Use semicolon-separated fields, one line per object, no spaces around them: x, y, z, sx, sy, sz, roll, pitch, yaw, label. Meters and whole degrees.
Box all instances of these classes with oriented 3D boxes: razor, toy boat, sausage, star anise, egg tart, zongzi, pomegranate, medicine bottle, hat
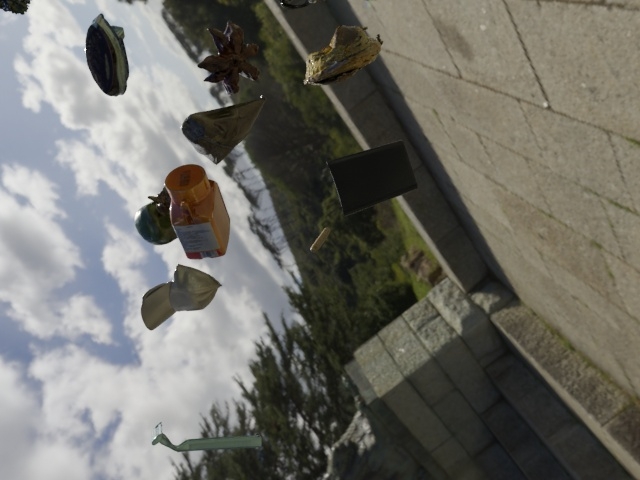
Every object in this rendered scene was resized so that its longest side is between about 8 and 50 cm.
-0.287;0.512;1.479;0.277;0.056;0.111;10;174;-15;razor
-0.628;-0.553;1.750;0.115;0.114;0.262;-61;-17;-52;toy boat
0.000;0.000;1.784;0.024;0.024;0.132;52;-144;-13;sausage
-0.242;-0.498;1.618;0.111;0.212;0.196;13;148;22;star anise
0.057;-0.578;1.781;0.132;0.297;0.297;58;180;-22;egg tart
-0.243;-0.322;1.535;0.112;0.242;0.221;48;180;4;zongzi
-0.441;-0.074;1.629;0.131;0.152;0.191;46;151;19;pomegranate
-0.306;-0.074;1.459;0.222;0.111;0.149;79;-173;-45;medicine bottle
-0.428;0.195;1.789;0.164;0.226;0.219;24;162;14;hat

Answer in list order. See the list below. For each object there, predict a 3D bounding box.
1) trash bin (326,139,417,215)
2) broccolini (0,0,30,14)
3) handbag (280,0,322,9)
0.151;-0.184;1.698;0.115;0.225;0.165;-9;-99;-86;trash bin
-0.509;-0.435;0.915;0.091;0.068;0.202;34;155;-4;broccolini
-0.055;-0.911;1.949;0.149;0.283;0.301;44;-154;20;handbag
